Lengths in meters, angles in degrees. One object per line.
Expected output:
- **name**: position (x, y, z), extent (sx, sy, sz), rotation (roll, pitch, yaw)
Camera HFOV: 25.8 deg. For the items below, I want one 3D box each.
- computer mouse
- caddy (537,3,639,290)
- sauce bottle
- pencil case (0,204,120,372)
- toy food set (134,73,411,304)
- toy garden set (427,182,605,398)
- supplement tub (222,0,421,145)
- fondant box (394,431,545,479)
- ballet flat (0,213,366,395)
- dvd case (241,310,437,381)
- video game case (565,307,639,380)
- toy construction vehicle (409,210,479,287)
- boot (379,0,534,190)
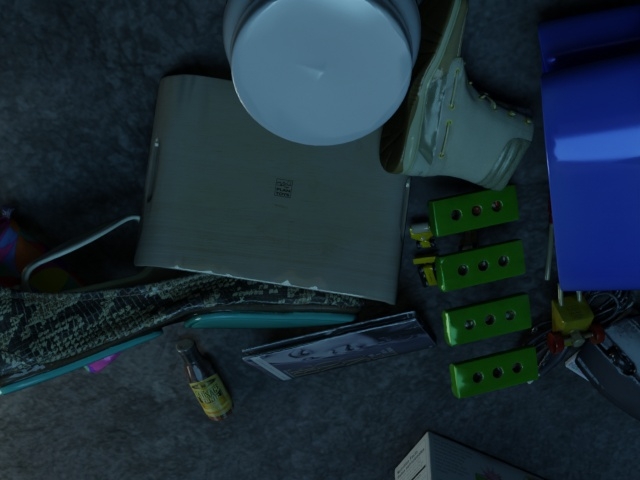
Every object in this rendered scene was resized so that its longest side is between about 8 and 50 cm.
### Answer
- **computer mouse**: position (0.405, 0.173, 1.801), extent (0.272, 0.072, 0.188), rotation (31, 120, -20)
- **caddy**: position (0.336, -0.096, 1.514), extent (0.179, 0.241, 0.341), rotation (-6, 127, 10)
- **sauce bottle**: position (-0.155, 0.183, 1.847), extent (0.042, 0.042, 0.128), rotation (-18, 125, 13)
- **pencil case**: position (-0.338, 0.063, 1.726), extent (0.104, 0.104, 0.236), rotation (-33, 120, 23)
- **toy food set**: position (-0.047, -0.056, 1.595), extent (0.306, 0.092, 0.219), rotation (9, 84, -7)
- **toy garden set**: position (0.235, 0.049, 1.694), extent (0.204, 0.049, 0.244), rotation (-12, 103, -16)
- **supplement tub**: position (0.001, -0.236, 1.389), extent (0.191, 0.272, 0.191), rotation (0, 127, 0)
- **fondant box**: position (0.227, 0.436, 1.853), extent (0.238, 0.330, 0.096), rotation (24, 125, -17)
- **ballet flat**: position (-0.183, 0.052, 1.656), extent (0.483, 0.164, 0.182), rotation (-10, 86, -17)
- **dvd case**: position (0.028, 0.137, 1.769), extent (0.221, 0.018, 0.164), rotation (-13, 162, 10)
- **video game case**: position (0.395, 0.147, 1.835), extent (0.087, 0.011, 0.122), rotation (32, 120, -21)
- **toy construction vehicle**: position (0.154, 0.007, 1.723), extent (0.086, 0.035, 0.098), rotation (-10, 125, 20)
- **boot**: position (0.166, -0.166, 1.559), extent (0.165, 0.077, 0.213), rotation (9, 102, -26)
